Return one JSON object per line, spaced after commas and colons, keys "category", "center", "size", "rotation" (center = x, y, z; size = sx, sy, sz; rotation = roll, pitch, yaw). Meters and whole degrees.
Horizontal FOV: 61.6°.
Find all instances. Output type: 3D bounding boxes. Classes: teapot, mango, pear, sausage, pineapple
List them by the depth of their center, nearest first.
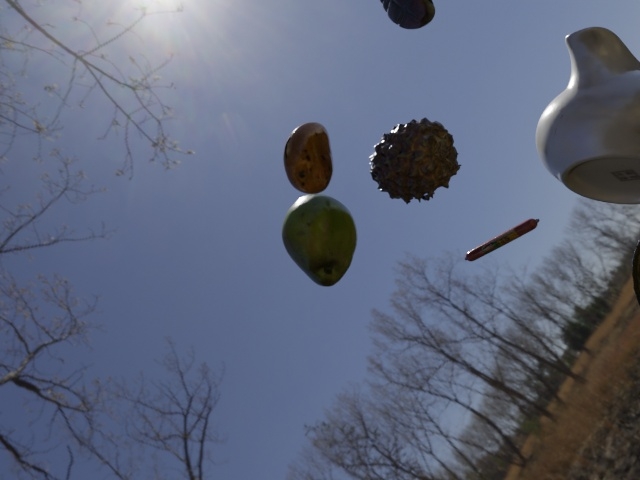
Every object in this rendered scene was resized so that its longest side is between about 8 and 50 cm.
{"category": "teapot", "center": [0.377, -0.126, 0.651], "size": [0.298, 0.204, 0.139], "rotation": [27, -111, -38]}
{"category": "pineapple", "center": [0.176, -0.153, 1.084], "size": [0.166, 0.193, 0.166], "rotation": [12, -109, -39]}
{"category": "pear", "center": [0.000, 0.000, 1.265], "size": [0.187, 0.188, 0.219], "rotation": [67, -162, -55]}
{"category": "sausage", "center": [0.449, 0.001, 1.342], "size": [0.223, 0.029, 0.029], "rotation": [-36, -9, 41]}
{"category": "mango", "center": [-0.041, -0.304, 1.909], "size": [0.191, 0.160, 0.290], "rotation": [33, -126, -39]}

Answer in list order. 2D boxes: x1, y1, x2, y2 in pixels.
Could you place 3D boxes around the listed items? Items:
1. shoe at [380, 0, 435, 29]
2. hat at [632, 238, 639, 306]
{"category": "shoe", "center": [0.199, -0.588, 1.200], "size": [0.137, 0.290, 0.114], "rotation": [-16, -24, -9]}
{"category": "hat", "center": [0.312, 0.040, 0.400], "size": [0.146, 0.146, 0.067], "rotation": [-55, -36, -11]}
